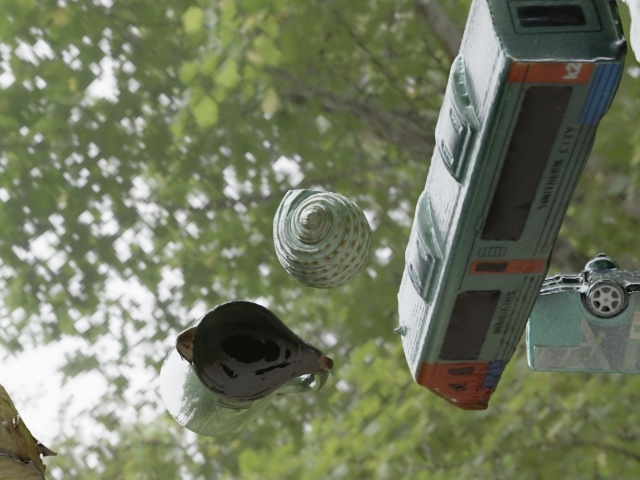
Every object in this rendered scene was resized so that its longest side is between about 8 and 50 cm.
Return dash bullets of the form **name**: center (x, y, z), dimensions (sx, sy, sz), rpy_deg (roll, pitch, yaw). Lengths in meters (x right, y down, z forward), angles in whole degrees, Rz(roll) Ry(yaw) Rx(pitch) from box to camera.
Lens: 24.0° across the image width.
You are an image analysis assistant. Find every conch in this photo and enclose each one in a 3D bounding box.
- **conch**: center (-0.005, 0.003, 1.776), dimensions (0.102, 0.135, 0.153), rpy_deg (-40, -29, -28)

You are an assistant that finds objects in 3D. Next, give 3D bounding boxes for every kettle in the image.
- **kettle**: center (-0.106, 0.182, 2.159), dimensions (0.240, 0.165, 0.255), rpy_deg (8, -20, -11)

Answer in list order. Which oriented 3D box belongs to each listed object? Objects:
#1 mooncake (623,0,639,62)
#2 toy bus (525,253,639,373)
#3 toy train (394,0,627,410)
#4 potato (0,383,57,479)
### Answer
- **mooncake**: center (0.357, -0.257, 1.307), dimensions (0.136, 0.250, 0.254), rpy_deg (8, -52, -9)
- **toy bus**: center (0.321, 0.074, 1.407), dimensions (0.091, 0.261, 0.109), rpy_deg (-48, -41, -76)
- **toy train**: center (0.105, -0.014, 0.978), dimensions (0.089, 0.086, 0.409), rpy_deg (-2, -34, -8)
- **potato**: center (-0.493, 0.212, 1.806), dimensions (0.300, 0.237, 0.289), rpy_deg (-20, -29, 4)
